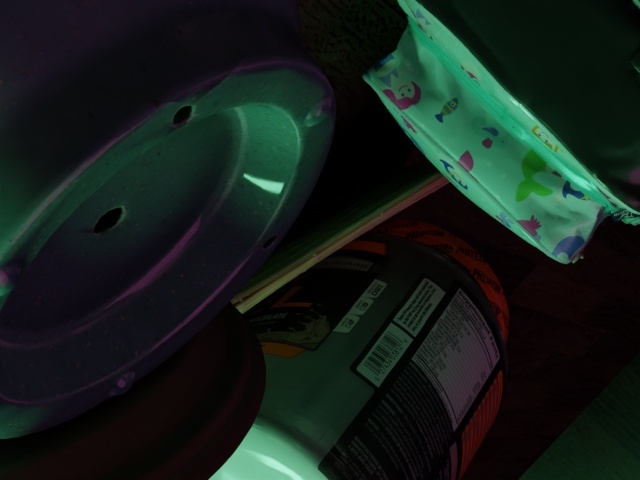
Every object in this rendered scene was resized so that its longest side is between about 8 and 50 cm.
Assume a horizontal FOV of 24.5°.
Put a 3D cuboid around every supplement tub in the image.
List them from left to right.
[{"bbox_3d":[0.013,0.127,1.094,0.207,0.207,0.338,-59,173,35],"label":"supplement tub"}]

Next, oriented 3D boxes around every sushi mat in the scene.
[{"bbox_3d":[0.000,0.000,1.064,0.316,0.019,0.151,-32,-173,-34],"label":"sushi mat"}]

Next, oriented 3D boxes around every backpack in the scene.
[{"bbox_3d":[0.159,-0.103,0.971,0.191,0.225,0.253,-47,171,16],"label":"backpack"}]

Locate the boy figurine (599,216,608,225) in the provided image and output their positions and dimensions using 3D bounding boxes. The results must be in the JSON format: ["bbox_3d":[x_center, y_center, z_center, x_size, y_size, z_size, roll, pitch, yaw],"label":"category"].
[{"bbox_3d":[0.358,-0.145,1.492,0.285,0.092,0.177,-45,161,-3],"label":"boy figurine"}]

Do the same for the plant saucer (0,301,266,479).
[{"bbox_3d":[-0.163,0.061,0.633,0.278,0.278,0.041,-29,123,-39],"label":"plant saucer"}]

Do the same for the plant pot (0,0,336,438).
[{"bbox_3d":[-0.120,-0.055,0.530,0.293,0.196,0.293,-39,161,-17],"label":"plant pot"}]
